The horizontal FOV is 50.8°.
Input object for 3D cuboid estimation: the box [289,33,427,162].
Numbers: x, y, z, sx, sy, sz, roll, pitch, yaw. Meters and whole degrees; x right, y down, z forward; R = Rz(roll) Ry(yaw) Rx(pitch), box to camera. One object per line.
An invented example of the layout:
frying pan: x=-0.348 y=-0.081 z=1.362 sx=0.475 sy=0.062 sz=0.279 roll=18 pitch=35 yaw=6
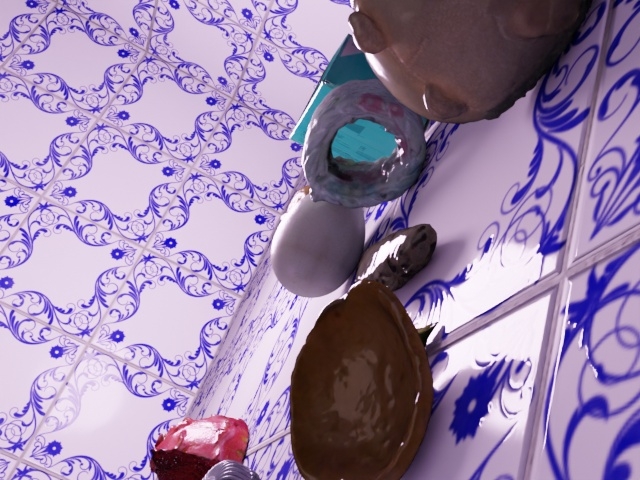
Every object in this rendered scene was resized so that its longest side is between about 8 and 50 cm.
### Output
box: x=0.077 y=-0.248 z=1.321 sx=0.118 sy=0.205 sz=0.311 roll=-67 pitch=8 yaw=-15

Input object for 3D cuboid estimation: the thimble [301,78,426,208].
thimble: x=0.064 y=-0.152 z=1.095 sx=0.211 sy=0.185 sz=0.149 roll=-37 pitch=18 yaw=23

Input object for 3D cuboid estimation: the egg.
egg: x=0.000 y=0.000 z=1.164 sx=0.209 sy=0.151 sz=0.151 roll=-62 pitch=7 yaw=-21

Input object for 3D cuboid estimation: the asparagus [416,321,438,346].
asparagus: x=0.051 y=0.178 z=0.683 sx=0.236 sy=0.027 sz=0.034 roll=-61 pitch=-3 yaw=4

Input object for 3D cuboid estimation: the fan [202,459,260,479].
fan: x=-0.145 y=0.425 z=0.982 sx=0.130 sy=0.074 sz=0.244 roll=-49 pitch=16 yaw=13

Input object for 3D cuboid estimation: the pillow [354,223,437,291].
pillow: x=0.084 y=0.035 z=0.862 sx=0.093 sy=0.051 sz=0.241 roll=-59 pitch=8 yaw=-13

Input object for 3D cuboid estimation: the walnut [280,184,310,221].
walnut: x=-0.010 y=-0.043 z=1.424 sx=0.166 sy=0.149 sz=0.166 roll=-179 pitch=90 yaw=-71

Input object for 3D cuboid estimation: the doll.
doll: x=0.190 y=-0.295 z=0.705 sx=0.349 sy=0.247 sz=0.247 roll=-46 pitch=10 yaw=5

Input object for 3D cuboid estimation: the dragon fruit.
dragon fruit: x=-0.237 y=0.425 z=1.349 sx=0.189 sy=0.163 sz=0.261 roll=-32 pitch=-16 yaw=-42

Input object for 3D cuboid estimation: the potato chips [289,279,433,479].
potato chips: x=0.044 y=0.143 z=0.630 sx=0.208 sy=0.062 sz=0.195 roll=33 pitch=97 yaw=57
